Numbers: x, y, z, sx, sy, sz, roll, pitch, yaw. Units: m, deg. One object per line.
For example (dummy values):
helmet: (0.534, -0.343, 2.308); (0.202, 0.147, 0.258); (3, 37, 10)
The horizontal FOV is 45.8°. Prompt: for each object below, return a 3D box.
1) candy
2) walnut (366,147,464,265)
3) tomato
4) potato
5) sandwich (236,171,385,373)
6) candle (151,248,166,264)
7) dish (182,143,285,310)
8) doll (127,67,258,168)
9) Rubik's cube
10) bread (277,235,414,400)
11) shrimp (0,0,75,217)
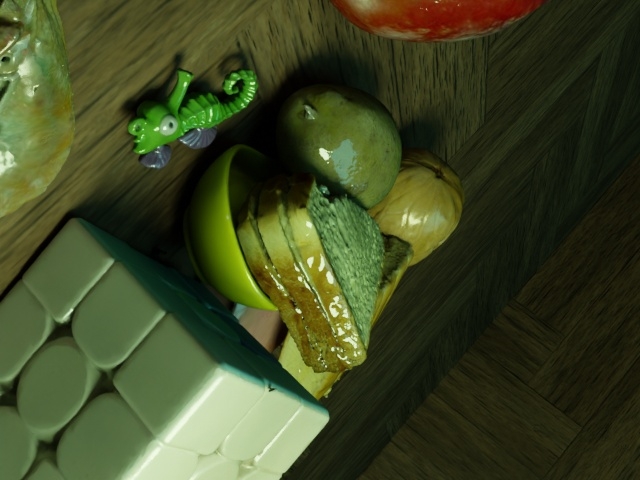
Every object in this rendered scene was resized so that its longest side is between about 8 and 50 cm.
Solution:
candy: (-0.108, 0.095, 1.212); (0.255, 0.094, 0.255); (-40, 153, -25)
walnut: (0.151, -0.056, 1.350); (0.195, 0.195, 0.221); (-28, 155, -42)
tomato: (0.169, -0.323, 0.895); (0.335, 0.176, 0.290); (-30, -174, -35)
potato: (0.024, -0.135, 1.065); (0.159, 0.174, 0.251); (-15, 161, 20)
sandwich: (0.005, -0.001, 1.003); (0.254, 0.100, 0.288); (64, 23, -25)
candle: (-0.262, 0.078, 1.012); (0.167, 0.021, 0.026); (-50, 135, -2)
dish: (-0.102, -0.007, 1.031); (0.108, 0.221, 0.262); (-16, 176, 21)
doll: (-0.145, -0.150, 0.873); (0.190, 0.050, 0.115); (-29, 154, -44)
Rubik's cube: (-0.220, 0.200, 0.892); (0.291, 0.290, 0.292); (-51, 148, -1)
bread: (0.028, 0.132, 1.246); (0.239, 0.111, 0.246); (-45, 164, -51)
shrimp: (-0.287, -0.130, 0.627); (0.168, 0.077, 0.317); (-31, 151, -33)
